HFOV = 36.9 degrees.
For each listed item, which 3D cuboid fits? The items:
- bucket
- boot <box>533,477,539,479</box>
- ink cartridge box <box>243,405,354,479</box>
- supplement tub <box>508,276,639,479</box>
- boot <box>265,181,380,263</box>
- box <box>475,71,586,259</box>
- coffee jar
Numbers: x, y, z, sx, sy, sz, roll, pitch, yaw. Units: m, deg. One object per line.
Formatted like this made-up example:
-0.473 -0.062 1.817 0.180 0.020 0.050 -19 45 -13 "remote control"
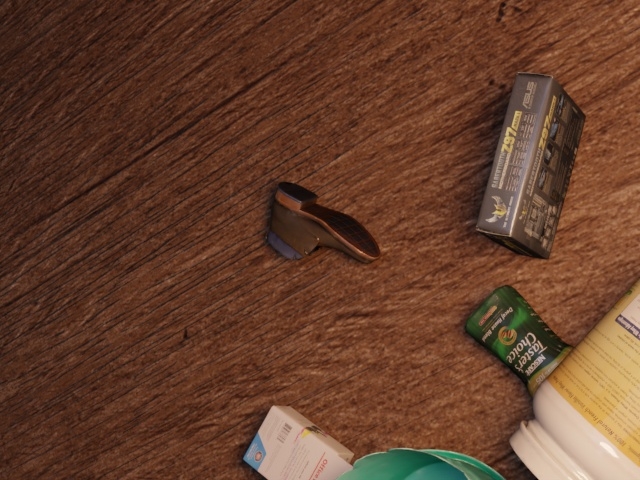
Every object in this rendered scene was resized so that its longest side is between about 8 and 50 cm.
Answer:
0.153 0.426 1.341 0.281 0.183 0.281 -6 76 28 "bucket"
0.327 0.412 1.248 0.085 0.179 0.236 -37 63 17 "boot"
-0.022 0.354 1.525 0.181 0.062 0.104 32 95 31 "ink cartridge box"
0.415 0.204 1.208 0.316 0.228 0.228 -49 61 6 "supplement tub"
0.000 0.000 1.602 0.219 0.082 0.106 37 120 26 "boot"
0.305 -0.102 1.376 0.059 0.183 0.232 13 86 31 "box"
0.302 0.156 1.379 0.096 0.079 0.184 -50 61 11 "coffee jar"
